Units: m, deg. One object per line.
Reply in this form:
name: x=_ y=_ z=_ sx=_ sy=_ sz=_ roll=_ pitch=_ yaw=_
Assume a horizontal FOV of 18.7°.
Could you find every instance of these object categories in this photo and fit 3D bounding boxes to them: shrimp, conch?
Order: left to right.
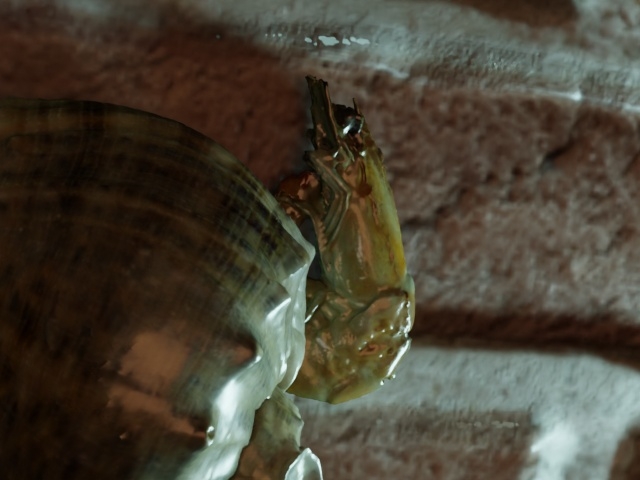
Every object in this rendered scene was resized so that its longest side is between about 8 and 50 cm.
conch: x=-0.093 y=0.050 z=0.938 sx=0.291 sy=0.159 sz=0.210 roll=44 pitch=85 yaw=-18
shrimp: x=0.000 y=0.000 z=1.051 sx=0.099 sy=0.041 sz=0.180 roll=-5 pitch=98 yaw=-8
